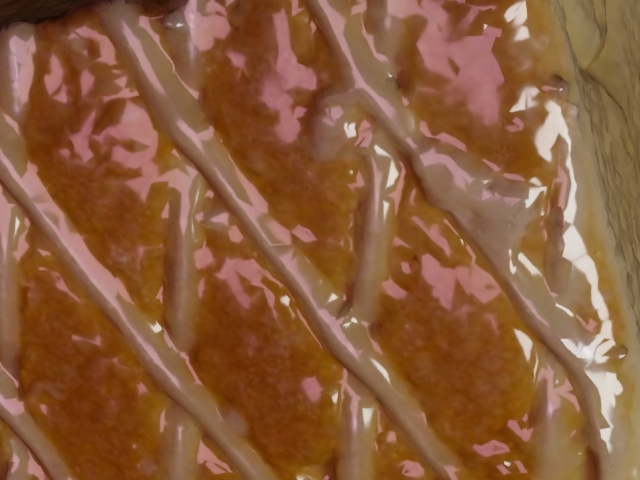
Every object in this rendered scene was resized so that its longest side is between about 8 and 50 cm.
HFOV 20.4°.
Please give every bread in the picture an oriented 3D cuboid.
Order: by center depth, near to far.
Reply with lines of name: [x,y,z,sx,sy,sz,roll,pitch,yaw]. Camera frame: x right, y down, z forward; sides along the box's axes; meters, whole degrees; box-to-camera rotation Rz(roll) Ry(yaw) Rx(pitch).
bread: [0.000,0.000,0.958,0.371,0.279,0.390,-9,109,23]
